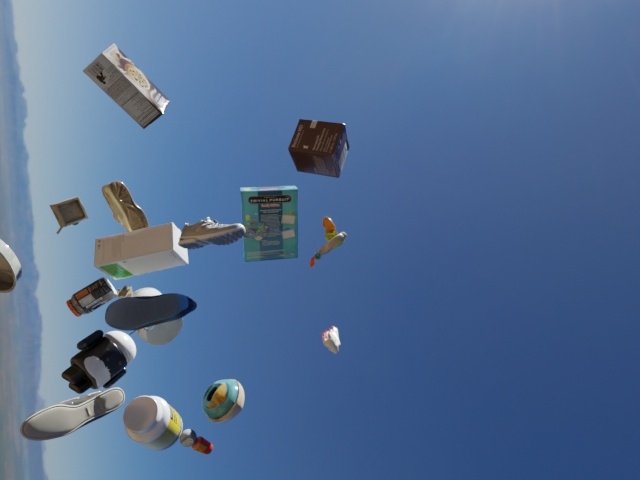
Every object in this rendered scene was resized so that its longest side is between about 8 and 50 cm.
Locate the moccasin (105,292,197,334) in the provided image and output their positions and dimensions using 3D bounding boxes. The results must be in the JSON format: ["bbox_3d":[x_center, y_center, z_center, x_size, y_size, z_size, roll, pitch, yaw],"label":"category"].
[{"bbox_3d":[-0.599,0.263,1.425,0.342,0.117,0.137,-5,-105,18],"label":"moccasin"}]

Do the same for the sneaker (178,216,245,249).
[{"bbox_3d":[-0.427,-0.044,1.558,0.281,0.105,0.115,-7,-109,14],"label":"sneaker"}]

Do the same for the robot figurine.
[{"bbox_3d":[-0.918,0.503,1.683,0.174,0.278,0.209,37,-44,10],"label":"robot figurine"}]

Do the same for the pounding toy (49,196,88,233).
[{"bbox_3d":[-1.192,-0.117,1.894,0.100,0.130,0.141,2,-65,42],"label":"pounding toy"}]

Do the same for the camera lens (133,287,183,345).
[{"bbox_3d":[-0.868,0.387,2.071,0.274,0.219,0.219,27,-65,37],"label":"camera lens"}]

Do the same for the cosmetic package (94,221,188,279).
[{"bbox_3d":[-0.841,0.052,1.908,0.197,0.366,0.155,78,0,-64],"label":"cosmetic package"}]

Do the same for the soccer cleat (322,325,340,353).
[{"bbox_3d":[0.045,0.395,1.591,0.068,0.196,0.076,-34,-92,4],"label":"soccer cleat"}]

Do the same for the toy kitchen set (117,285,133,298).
[{"bbox_3d":[-0.939,0.265,1.899,0.075,0.068,0.083,-81,-177,-56],"label":"toy kitchen set"}]

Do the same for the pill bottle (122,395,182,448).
[{"bbox_3d":[-0.740,0.803,1.774,0.334,0.188,0.188,94,-29,-54],"label":"pill bottle"}]

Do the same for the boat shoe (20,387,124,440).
[{"bbox_3d":[-0.882,0.623,1.441,0.095,0.335,0.112,-26,-102,36],"label":"boat shoe"}]

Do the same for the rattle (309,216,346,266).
[{"bbox_3d":[0.000,0.000,1.655,0.142,0.200,0.130,60,-24,-6],"label":"rattle"}]

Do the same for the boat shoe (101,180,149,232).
[{"bbox_3d":[-1.019,-0.144,2.107,0.110,0.121,0.341,-10,-70,27],"label":"boat shoe"}]

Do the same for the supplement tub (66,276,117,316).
[{"bbox_3d":[-1.075,0.267,1.890,0.117,0.190,0.117,47,-20,23],"label":"supplement tub"}]

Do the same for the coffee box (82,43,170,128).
[{"bbox_3d":[-0.790,-0.635,1.665,0.119,0.297,0.168,-32,-144,16],"label":"coffee box"}]

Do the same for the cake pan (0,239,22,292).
[{"bbox_3d":[-1.355,0.082,1.649,0.293,0.054,0.293,9,-59,14],"label":"cake pan"}]

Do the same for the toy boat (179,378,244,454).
[{"bbox_3d":[-0.463,0.740,1.727,0.267,0.148,0.318,-18,-144,48],"label":"toy boat"}]

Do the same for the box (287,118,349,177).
[{"bbox_3d":[-0.002,-0.391,1.711,0.203,0.167,0.168,12,-111,16],"label":"box"}]

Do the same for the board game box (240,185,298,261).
[{"bbox_3d":[-0.233,-0.077,1.852,0.079,0.254,0.336,-126,-146,-66],"label":"board game box"}]
